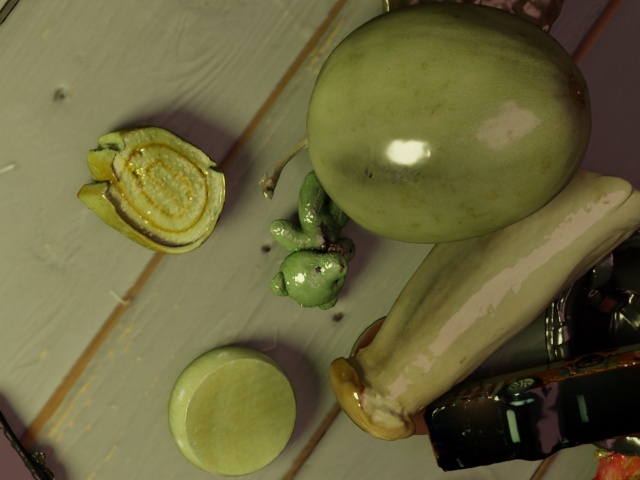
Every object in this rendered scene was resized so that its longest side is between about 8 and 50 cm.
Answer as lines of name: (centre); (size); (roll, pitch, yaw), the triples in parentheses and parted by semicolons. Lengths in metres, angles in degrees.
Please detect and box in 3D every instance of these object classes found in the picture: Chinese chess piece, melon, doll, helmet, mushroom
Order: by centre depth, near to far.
melon: (0.127, -0.121, 1.699); (0.272, 0.308, 0.271); (-47, 147, -44)
Chinese chess piece: (-0.096, 0.186, 1.765); (0.144, 0.058, 0.144); (-4, 101, -23)
doll: (0.000, 0.000, 1.777); (0.115, 0.077, 0.150); (15, 80, -36)
mushroom: (0.173, 0.050, 1.800); (0.407, 0.154, 0.137); (-41, 155, -6)
helmet: (0.379, 0.100, 1.904); (0.230, 0.160, 0.279); (9, 104, 7)

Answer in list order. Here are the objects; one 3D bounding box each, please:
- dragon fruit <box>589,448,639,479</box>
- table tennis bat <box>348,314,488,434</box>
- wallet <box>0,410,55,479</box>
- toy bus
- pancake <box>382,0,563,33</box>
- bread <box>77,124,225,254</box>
dragon fruit: (0.389, 0.299, 1.963); (0.166, 0.160, 0.172); (6, 78, 10)
table tennis bat: (0.141, 0.165, 1.893); (0.246, 0.022, 0.138); (15, 92, -24)
wallet: (-0.399, 0.270, 1.647); (0.250, 0.044, 0.149); (-37, 107, -15)
toy bus: (0.321, 0.171, 1.802); (0.409, 0.092, 0.093); (-13, 103, 13)
pancake: (0.175, -0.285, 1.827); (0.222, 0.042, 0.236); (19, 92, -26)
bread: (-0.174, -0.056, 1.689); (0.156, 0.064, 0.117); (37, 78, -23)
